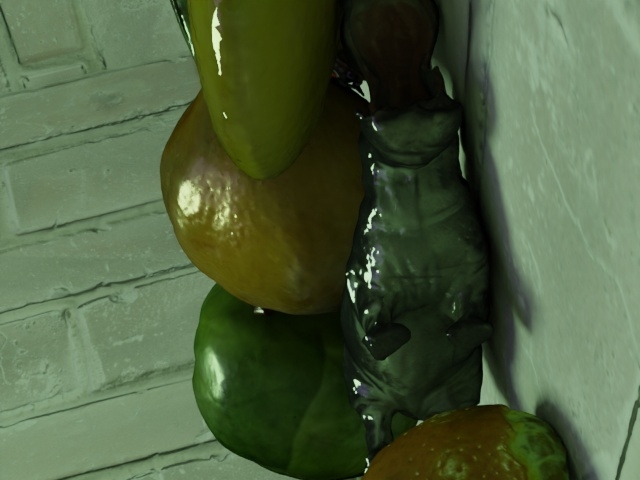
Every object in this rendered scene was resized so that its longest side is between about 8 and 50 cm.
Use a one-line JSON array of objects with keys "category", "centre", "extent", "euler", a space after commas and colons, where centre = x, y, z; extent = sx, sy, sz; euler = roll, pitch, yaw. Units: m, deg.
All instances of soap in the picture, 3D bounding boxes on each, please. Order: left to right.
[{"category": "soap", "centre": [-0.032, -0.247, 1.052], "extent": [0.306, 0.115, 0.427], "euler": [93, -179, -52]}]

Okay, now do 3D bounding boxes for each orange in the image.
[{"category": "orange", "centre": [0.094, 0.231, 0.987], "extent": [0.179, 0.158, 0.237], "euler": [-114, 12, -53]}]

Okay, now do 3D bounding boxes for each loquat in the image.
[{"category": "loquat", "centre": [-0.025, -0.045, 1.250], "extent": [0.193, 0.238, 0.238], "euler": [-54, -32, -38]}]

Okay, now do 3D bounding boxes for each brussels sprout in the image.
[{"category": "brussels sprout", "centre": [-0.003, 0.115, 1.429], "extent": [0.271, 0.219, 0.210], "euler": [-56, -29, -71]}]

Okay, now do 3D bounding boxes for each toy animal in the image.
[{"category": "toy animal", "centre": [0.066, 0.005, 1.022], "extent": [0.168, 0.106, 0.343], "euler": [-100, 6, -59]}]

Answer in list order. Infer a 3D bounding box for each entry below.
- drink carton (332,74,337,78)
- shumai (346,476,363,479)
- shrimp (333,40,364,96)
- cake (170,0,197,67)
[{"category": "drink carton", "centre": [0.000, 0.000, 1.604], "extent": [0.154, 0.111, 0.351], "euler": [-113, 9, -60]}, {"category": "shumai", "centre": [0.025, 0.351, 1.470], "extent": [0.267, 0.314, 0.262], "euler": [-161, 72, -64]}, {"category": "shrimp", "centre": [0.023, -0.207, 1.228], "extent": [0.236, 0.053, 0.133], "euler": [-102, 20, -52]}, {"category": "cake", "centre": [-0.109, -0.324, 1.683], "extent": [0.172, 0.158, 0.284], "euler": [-123, 17, -75]}]
